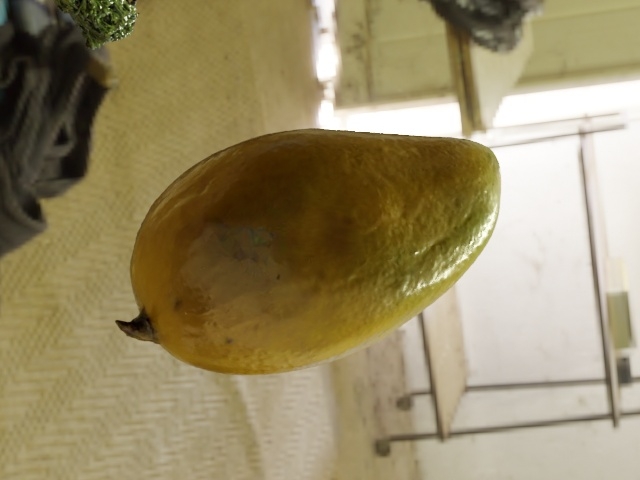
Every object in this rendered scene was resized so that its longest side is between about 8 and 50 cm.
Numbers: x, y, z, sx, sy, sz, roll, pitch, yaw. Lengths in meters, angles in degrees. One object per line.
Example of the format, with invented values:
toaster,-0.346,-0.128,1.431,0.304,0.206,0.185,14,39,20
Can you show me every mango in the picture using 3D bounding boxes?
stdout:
mango,0.000,0.000,0.522,0.066,0.188,0.101,129,-58,-68

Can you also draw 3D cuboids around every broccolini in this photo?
broccolini,-0.212,-0.216,0.851,0.239,0.054,0.051,44,0,-44
